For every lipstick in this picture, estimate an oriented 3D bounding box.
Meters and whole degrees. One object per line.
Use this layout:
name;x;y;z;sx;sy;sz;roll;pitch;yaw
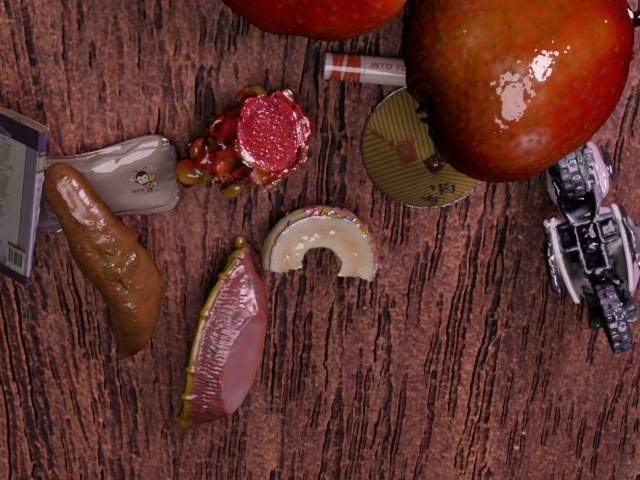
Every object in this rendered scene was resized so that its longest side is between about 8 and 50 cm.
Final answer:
lipstick;0.067;-0.231;1.852;0.131;0.038;0.038;4;113;-6

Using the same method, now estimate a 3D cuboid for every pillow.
pillow;-0.308;-0.075;1.893;0.233;0.038;0.130;-9;124;-1

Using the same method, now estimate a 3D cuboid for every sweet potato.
sweet potato;-0.284;0.032;1.902;0.106;0.095;0.354;-7;129;11

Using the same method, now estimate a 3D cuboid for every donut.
donut;0.004;-0.003;1.933;0.166;0.065;0.108;8;113;-7

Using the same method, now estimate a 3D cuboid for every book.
book;-0.435;-0.070;1.846;0.157;0.026;0.231;24;118;26

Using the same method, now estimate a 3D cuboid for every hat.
hat;0.155;-0.118;1.885;0.193;0.082;0.193;-2;115;-4

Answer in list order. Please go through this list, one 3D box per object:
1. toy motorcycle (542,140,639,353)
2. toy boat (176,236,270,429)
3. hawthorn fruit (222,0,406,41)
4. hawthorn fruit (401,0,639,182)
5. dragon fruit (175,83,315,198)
toy motorcycle;0.378;-0.009;1.917;0.143;0.188;0.327;-15;99;14
toy boat;-0.138;0.154;1.980;0.141;0.099;0.318;-7;123;-47
hawthorn fruit;-0.011;-0.369;1.632;0.287;0.330;0.287;-1;102;-6
hawthorn fruit;0.281;-0.234;1.740;0.369;0.285;0.284;-19;114;-9
dragon fruit;-0.108;-0.123;1.844;0.208;0.150;0.133;-27;84;14
